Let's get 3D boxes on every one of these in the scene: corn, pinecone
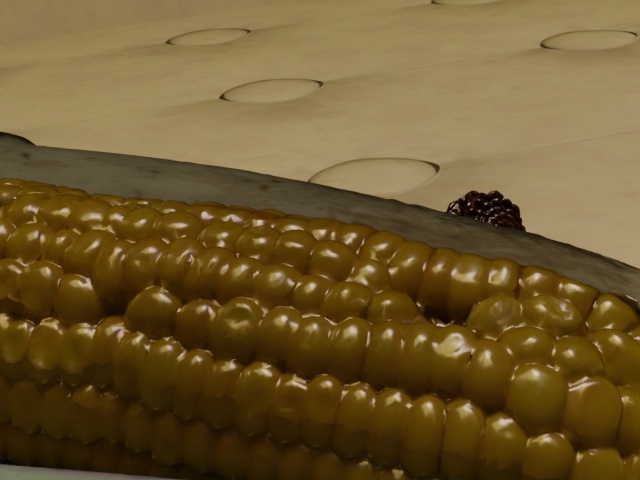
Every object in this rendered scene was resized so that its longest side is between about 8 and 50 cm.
[{"bbox_3d":[-0.021,0.045,0.454,0.322,0.119,0.119,13,24,16],"label":"corn"},{"bbox_3d":[0.136,-0.008,1.211,0.077,0.077,0.083,-14,11,-22],"label":"pinecone"}]

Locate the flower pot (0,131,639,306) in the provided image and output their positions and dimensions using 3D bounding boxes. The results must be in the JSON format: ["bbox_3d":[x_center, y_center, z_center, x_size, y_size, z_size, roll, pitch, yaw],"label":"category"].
[{"bbox_3d":[-0.018,0.110,0.632,0.330,0.294,0.293,7,22,13],"label":"flower pot"}]

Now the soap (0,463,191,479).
[{"bbox_3d":[-0.088,0.201,0.391,0.446,0.261,0.156,0,20,21],"label":"soap"}]
